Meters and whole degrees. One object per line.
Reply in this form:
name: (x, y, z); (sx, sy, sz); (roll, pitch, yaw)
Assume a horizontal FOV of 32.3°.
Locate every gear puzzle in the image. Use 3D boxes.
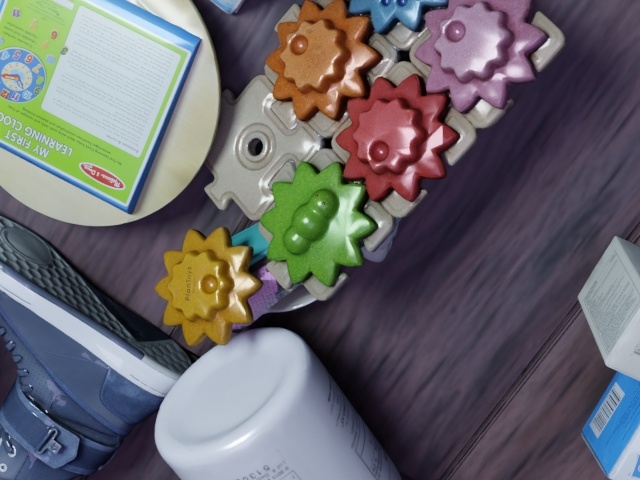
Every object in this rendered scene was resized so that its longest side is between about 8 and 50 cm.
gear puzzle: (-0.010, -0.065, 0.743); (0.339, 0.044, 0.175); (-48, 65, 17)

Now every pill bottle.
pill bottle: (-0.011, 0.187, 0.834); (0.131, 0.131, 0.229); (-27, 118, 13)

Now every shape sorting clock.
shape sorting clock: (-0.168, -0.111, 0.786); (0.206, 0.040, 0.206); (3, 102, 12)

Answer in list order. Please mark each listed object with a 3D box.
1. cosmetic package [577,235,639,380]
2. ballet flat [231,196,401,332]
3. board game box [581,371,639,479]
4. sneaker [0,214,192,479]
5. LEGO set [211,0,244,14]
cosmetic package: (0.222, 0.047, 0.779); (0.041, 0.115, 0.060); (25, 111, -6)
ballet flat: (0.000, 0.000, 0.809); (0.221, 0.077, 0.079); (-33, 125, 21)
board game box: (0.396, 0.088, 0.774); (0.302, 0.086, 0.308); (26, 102, -5)
sneaker: (-0.235, 0.091, 0.846); (0.226, 0.086, 0.163); (41, 106, -12)
LEGO set: (-0.103, -0.214, 0.648); (0.182, 0.244, 0.060); (37, 72, -11)
